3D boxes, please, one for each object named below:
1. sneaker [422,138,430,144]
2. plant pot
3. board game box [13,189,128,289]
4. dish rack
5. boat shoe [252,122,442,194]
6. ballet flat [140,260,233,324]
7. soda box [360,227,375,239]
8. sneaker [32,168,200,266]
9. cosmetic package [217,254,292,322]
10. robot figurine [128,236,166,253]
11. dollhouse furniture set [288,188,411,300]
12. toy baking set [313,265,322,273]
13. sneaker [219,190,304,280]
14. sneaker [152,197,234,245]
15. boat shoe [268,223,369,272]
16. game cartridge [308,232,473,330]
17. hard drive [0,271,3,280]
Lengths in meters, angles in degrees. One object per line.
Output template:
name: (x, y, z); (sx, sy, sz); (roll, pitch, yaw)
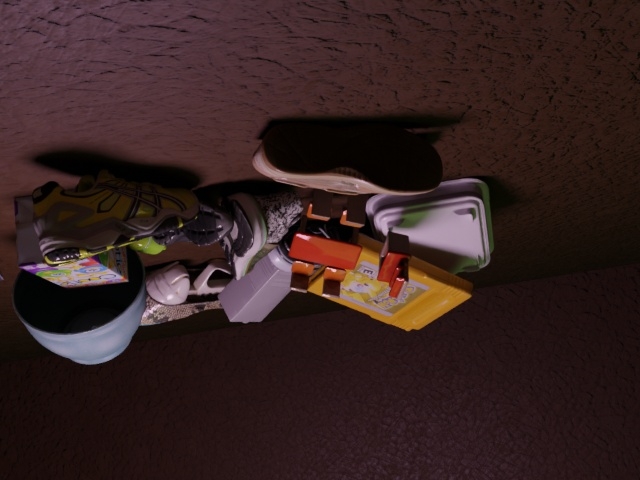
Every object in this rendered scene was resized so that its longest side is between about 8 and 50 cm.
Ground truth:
sneaker: (0.097, -0.136, 1.669); (0.229, 0.087, 0.092); (-5, 170, -1)
plant pot: (-0.532, 0.160, 2.025); (0.293, 0.293, 0.196); (-7, 137, -4)
board game box: (-0.504, 0.004, 1.817); (0.144, 0.142, 0.275); (-8, 168, 3)
dish rack: (0.271, -0.006, 2.104); (0.286, 0.072, 0.333); (-10, 144, 9)
boat shoe: (0.050, -0.142, 1.566); (0.341, 0.121, 0.110); (8, 168, -18)
ballet flat: (-0.351, 0.126, 2.518); (0.483, 0.164, 0.182); (-5, 146, -33)
soda box: (0.186, -0.001, 2.403); (0.183, 0.058, 0.063); (-1, 167, -29)
sneaker: (-0.362, -0.066, 1.631); (0.145, 0.147, 0.385); (-18, -178, 30)
cosmetic package: (-0.160, 0.120, 2.437); (0.238, 0.107, 0.127); (-43, 150, 27)
robot figurine: (-0.399, -0.005, 2.015); (0.101, 0.067, 0.115); (0, 172, 28)
dollhouse furniture set: (0.063, 0.034, 1.931); (0.259, 0.135, 0.262); (12, 137, -5)
toy baking set: (-0.074, 0.074, 2.673); (0.197, 0.030, 0.256); (-22, 162, 40)
sneaker: (-0.128, -0.020, 1.974); (0.182, 0.158, 0.410); (-19, 175, -15)
sneaker: (-0.257, -0.044, 1.874); (0.106, 0.101, 0.267); (-11, -172, -41)
boat shoe: (0.000, 0.000, 2.221); (0.119, 0.121, 0.335); (-28, 168, 35)
game cartridge: (0.166, 0.116, 2.179); (0.324, 0.052, 0.285); (24, 147, -15)
hard drive: (-0.853, 0.057, 2.056); (0.172, 0.054, 0.254); (-6, 167, -5)
